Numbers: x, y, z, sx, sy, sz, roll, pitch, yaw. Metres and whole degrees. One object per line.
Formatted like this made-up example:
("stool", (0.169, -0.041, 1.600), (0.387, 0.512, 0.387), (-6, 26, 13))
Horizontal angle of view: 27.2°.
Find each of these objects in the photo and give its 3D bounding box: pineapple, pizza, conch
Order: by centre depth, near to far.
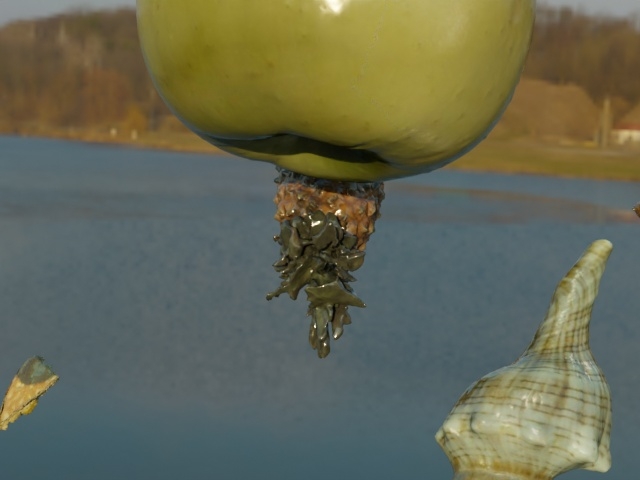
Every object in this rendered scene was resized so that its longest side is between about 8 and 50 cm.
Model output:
("conch", (0.254, 0.191, 1.463), (0.169, 0.386, 0.203), (38, -13, 21))
("pineapple", (0.000, 0.000, 1.719), (0.169, 0.169, 0.340), (3, 46, 7))
("pizza", (-0.395, 0.208, 1.832), (0.108, 0.123, 0.026), (-16, -47, 37))

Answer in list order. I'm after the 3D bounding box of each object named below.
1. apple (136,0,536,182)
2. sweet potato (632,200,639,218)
("apple", (0.023, -0.284, 1.451), (0.473, 0.474, 0.473), (3, 5, 0))
("sweet potato", (0.400, 0.018, 1.428), (0.053, 0.182, 0.054), (-32, -45, 12))
